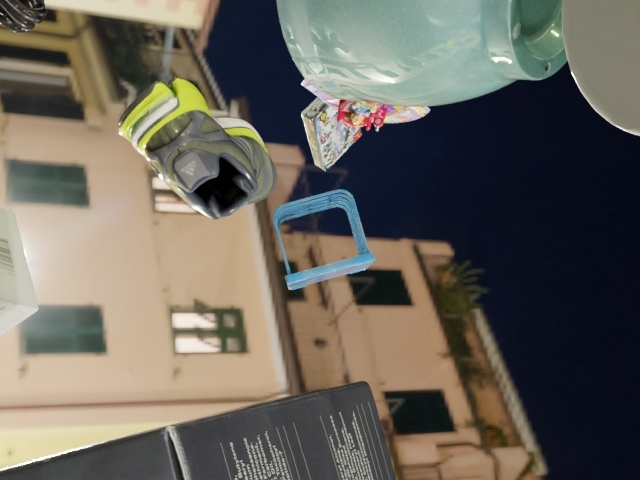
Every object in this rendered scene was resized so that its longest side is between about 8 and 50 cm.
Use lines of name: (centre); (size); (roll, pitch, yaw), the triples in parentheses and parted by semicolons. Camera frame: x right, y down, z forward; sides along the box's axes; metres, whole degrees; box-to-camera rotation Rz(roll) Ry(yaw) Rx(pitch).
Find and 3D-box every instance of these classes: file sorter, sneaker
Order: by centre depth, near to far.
sneaker: (-0.116, -0.073, 1.207); (0.111, 0.300, 0.121); (-37, -108, 11)
file sorter: (0.000, 0.000, 1.490); (0.170, 0.118, 0.105); (98, -23, -84)

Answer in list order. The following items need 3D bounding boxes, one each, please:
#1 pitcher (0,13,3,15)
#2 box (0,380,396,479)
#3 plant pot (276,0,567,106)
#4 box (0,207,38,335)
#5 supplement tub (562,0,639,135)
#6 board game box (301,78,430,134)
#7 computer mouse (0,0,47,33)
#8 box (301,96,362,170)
pitcher: (-0.337, -0.314, 1.144); (0.177, 0.125, 0.207); (-29, -161, 48)
box: (-0.146, 0.230, 0.743); (0.343, 0.312, 0.179); (-18, -98, 19)
plant pot: (0.128, -0.246, 0.960); (0.196, 0.293, 0.293); (20, -73, 33)
box: (-0.407, 0.052, 1.176); (0.170, 0.091, 0.130); (-33, -118, 20)
supplement tub: (0.367, -0.176, 0.846); (0.228, 0.316, 0.228); (7, -81, 56)
board game box: (0.057, -0.167, 1.385); (0.133, 0.168, 0.033); (1, -106, 33)
computer mouse: (-0.245, -0.333, 1.058); (0.188, 0.272, 0.072); (59, -26, -13)
box: (0.020, -0.185, 1.738); (0.027, 0.094, 0.137); (34, -20, 27)
